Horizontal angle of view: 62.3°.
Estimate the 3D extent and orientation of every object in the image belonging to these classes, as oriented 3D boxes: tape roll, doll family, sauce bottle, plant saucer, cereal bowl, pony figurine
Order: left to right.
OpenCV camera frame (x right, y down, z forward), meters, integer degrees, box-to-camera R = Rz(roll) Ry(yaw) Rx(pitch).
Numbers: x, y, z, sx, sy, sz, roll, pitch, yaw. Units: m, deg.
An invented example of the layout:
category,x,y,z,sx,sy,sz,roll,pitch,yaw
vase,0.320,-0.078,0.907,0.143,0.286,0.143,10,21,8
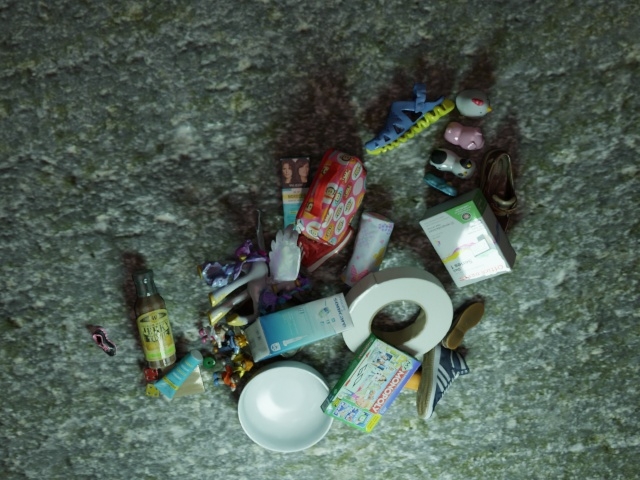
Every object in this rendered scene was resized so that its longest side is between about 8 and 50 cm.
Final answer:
category,x,y,z,sx,sy,sz,roll,pitch,yaw
sauce bottle,-0.588,0.272,1.846,0.112,0.111,0.344,-10,103,1
doll family,-0.312,0.386,1.856,0.163,0.118,0.262,-17,92,46
pony figurine,-0.203,0.102,1.726,0.364,0.303,0.350,-18,119,-23
plant saucer,-0.175,0.305,1.901,0.278,0.041,0.277,0,102,-2
cereal bowl,-0.121,0.578,1.912,0.339,0.141,0.338,0,103,-2
tape roll,0.259,0.261,1.820,0.393,0.072,0.391,-4,124,-6

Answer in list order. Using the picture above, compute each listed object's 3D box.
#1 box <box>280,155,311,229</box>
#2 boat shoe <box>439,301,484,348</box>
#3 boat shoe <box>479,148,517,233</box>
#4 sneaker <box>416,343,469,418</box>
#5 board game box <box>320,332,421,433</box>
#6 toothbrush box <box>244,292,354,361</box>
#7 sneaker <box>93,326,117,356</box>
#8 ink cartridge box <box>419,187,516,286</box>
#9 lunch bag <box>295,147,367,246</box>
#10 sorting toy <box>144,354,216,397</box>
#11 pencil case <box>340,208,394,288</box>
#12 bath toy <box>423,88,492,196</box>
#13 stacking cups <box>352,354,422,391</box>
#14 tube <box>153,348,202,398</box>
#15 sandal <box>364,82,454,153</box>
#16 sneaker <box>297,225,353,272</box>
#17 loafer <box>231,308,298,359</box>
category,x,y,z,sx,sy,sz,roll,pitch,yaw
box,-0.078,-0.160,1.787,0.101,0.060,0.244,-3,103,-1
boat shoe,0.501,0.297,1.899,0.207,0.073,0.073,-44,103,-12
boat shoe,0.594,-0.133,1.779,0.124,0.123,0.341,3,103,-2
sneaker,0.436,0.506,1.877,0.153,0.099,0.282,23,60,-12
board game box,0.174,0.499,1.835,0.214,0.046,0.317,32,96,-23
toothbrush box,-0.073,0.284,1.721,0.296,0.216,0.126,-13,77,-23
sneaker,-0.773,0.370,1.891,0.047,0.057,0.119,-29,103,3
ink cartridge box,0.494,-0.005,1.770,0.202,0.117,0.278,-24,104,36
lunch bag,0.035,-0.134,1.673,0.120,0.258,0.292,24,88,20
sorting toy,-0.506,0.497,1.931,0.275,0.046,0.132,-11,103,0
pencil case,0.160,0.035,1.813,0.114,0.124,0.272,4,109,-47
bath toy,0.464,-0.322,1.731,0.152,0.129,0.347,19,101,-5
stacking cups,0.275,0.485,1.935,0.317,0.096,0.095,14,102,-9
tube,-0.502,0.472,1.881,0.080,0.052,0.207,43,104,1
sandal,0.269,-0.395,1.721,0.317,0.126,0.138,-36,98,-2
sneaker,0.000,0.000,1.814,0.221,0.087,0.128,-44,101,7
loafer,-0.200,0.334,1.842,0.268,0.096,0.084,28,106,-10
